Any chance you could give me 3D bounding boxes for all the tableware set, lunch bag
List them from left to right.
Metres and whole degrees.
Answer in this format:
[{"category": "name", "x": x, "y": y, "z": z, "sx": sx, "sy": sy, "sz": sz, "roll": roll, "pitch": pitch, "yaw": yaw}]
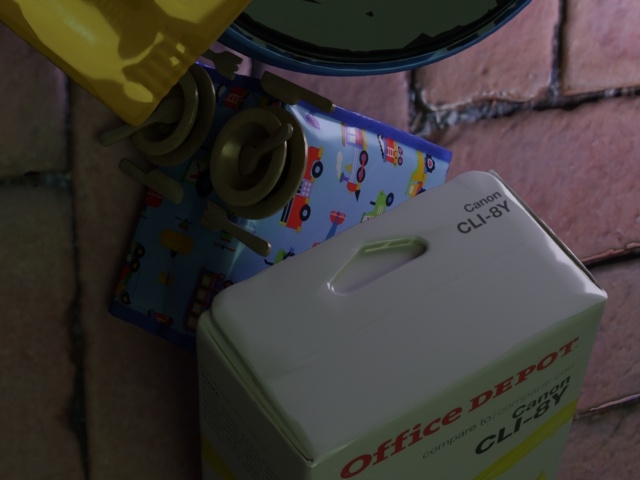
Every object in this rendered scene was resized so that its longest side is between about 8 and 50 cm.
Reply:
[{"category": "tableware set", "x": -0.088, "y": -0.081, "z": 1.188, "sx": 0.039, "sy": 0.194, "sz": 0.128, "roll": 16, "pitch": 100, "yaw": -50}, {"category": "lunch bag", "x": 0.000, "y": 0.000, "z": 1.322, "sx": 0.293, "sy": 0.138, "sz": 0.221, "roll": 17, "pitch": 92, "yaw": -44}]

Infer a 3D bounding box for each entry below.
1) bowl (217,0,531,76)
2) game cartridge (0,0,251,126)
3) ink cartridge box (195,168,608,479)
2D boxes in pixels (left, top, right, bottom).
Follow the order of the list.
[{"category": "bowl", "x": 0.032, "y": -0.305, "z": 1.142, "sx": 0.391, "sy": 0.077, "sz": 0.391, "roll": -5, "pitch": 112, "yaw": -12}, {"category": "game cartridge", "x": -0.126, "y": -0.281, "z": 1.042, "sx": 0.285, "sy": 0.053, "sz": 0.324, "roll": 39, "pitch": 96, "yaw": -23}, {"category": "ink cartridge box", "x": 0.055, "y": 0.164, "z": 1.275, "sx": 0.279, "sy": 0.160, "sz": 0.385, "roll": -27, "pitch": 146, "yaw": -22}]
